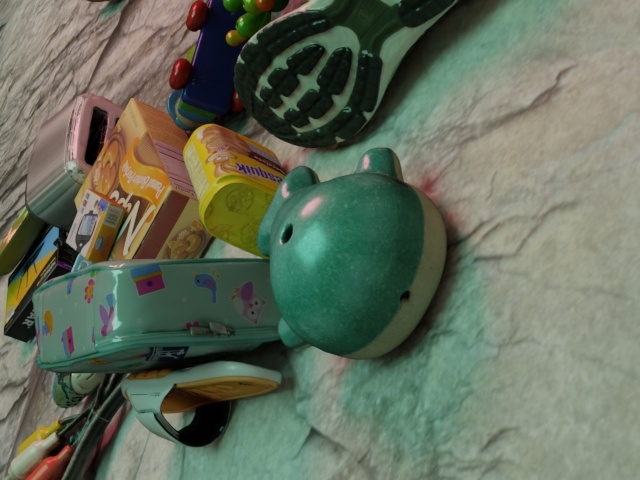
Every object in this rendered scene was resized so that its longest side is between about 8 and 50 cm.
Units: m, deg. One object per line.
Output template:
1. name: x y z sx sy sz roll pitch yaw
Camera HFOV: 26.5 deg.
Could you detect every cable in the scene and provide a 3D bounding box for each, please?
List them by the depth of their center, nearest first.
1. cable: -0.308 0.233 1.733 0.287 0.072 0.139 -53 28 15

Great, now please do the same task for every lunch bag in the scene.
1. lunch bag: -0.174 0.086 1.482 0.279 0.224 0.108 -16 74 56

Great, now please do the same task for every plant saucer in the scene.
1. plant saucer: -0.480 -0.032 2.255 0.241 0.037 0.241 -52 14 19

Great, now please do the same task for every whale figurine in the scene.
1. whale figurine: 0.000 0.000 1.303 0.216 0.141 0.272 -63 34 7

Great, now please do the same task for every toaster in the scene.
1. toaster: -0.360 -0.114 2.063 0.146 0.129 0.227 -35 39 42

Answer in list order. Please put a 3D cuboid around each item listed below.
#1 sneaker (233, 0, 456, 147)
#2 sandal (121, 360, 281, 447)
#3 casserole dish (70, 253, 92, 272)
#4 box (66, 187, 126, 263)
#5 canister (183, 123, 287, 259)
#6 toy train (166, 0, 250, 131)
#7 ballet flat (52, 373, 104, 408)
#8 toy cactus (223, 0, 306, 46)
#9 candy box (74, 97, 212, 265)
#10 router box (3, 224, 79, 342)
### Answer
1. sneaker: 0.062 -0.250 1.461 0.410 0.158 0.182 -42 5 42
2. sandal: -0.139 0.182 1.467 0.265 0.102 0.076 -20 58 54
3. casserole dish: -0.347 0.078 1.988 0.114 0.037 0.188 16 83 62
4. box: -0.301 -0.021 1.801 0.136 0.028 0.081 24 93 62
5. canister: -0.086 -0.058 1.534 0.073 0.126 0.170 -58 27 17
6. toy train: -0.140 -0.273 1.838 0.143 0.105 0.248 145 141 -66
7. ballet flat: -0.304 0.151 1.832 0.188 0.070 0.070 -67 27 7
8. toy cactus: -0.033 -0.314 1.694 0.180 0.112 0.219 -52 22 -14
9. candy box: -0.238 -0.046 1.833 0.183 0.087 0.316 -59 29 16
10. router box: -0.442 0.057 2.162 0.179 0.046 0.133 -49 32 30
